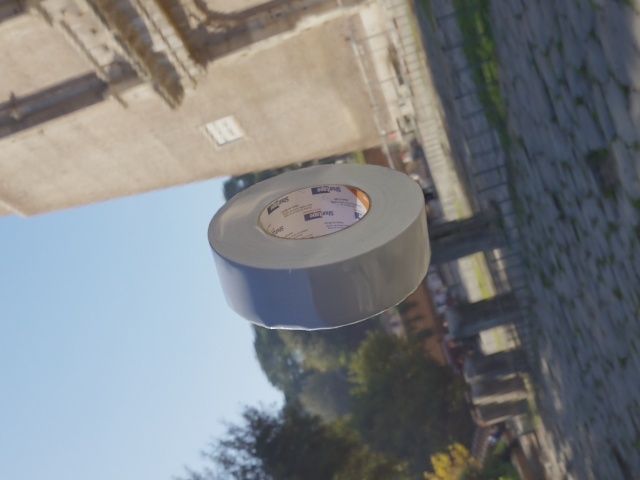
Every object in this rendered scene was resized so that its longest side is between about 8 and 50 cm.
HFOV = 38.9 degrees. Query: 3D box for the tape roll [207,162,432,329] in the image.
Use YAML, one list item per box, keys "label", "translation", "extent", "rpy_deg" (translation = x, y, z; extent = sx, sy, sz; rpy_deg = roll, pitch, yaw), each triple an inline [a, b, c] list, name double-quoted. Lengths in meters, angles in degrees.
- label: "tape roll"
  translation: [0.000, 0.000, 0.914]
  extent: [0.219, 0.219, 0.072]
  rpy_deg: [-98, -3, -61]
